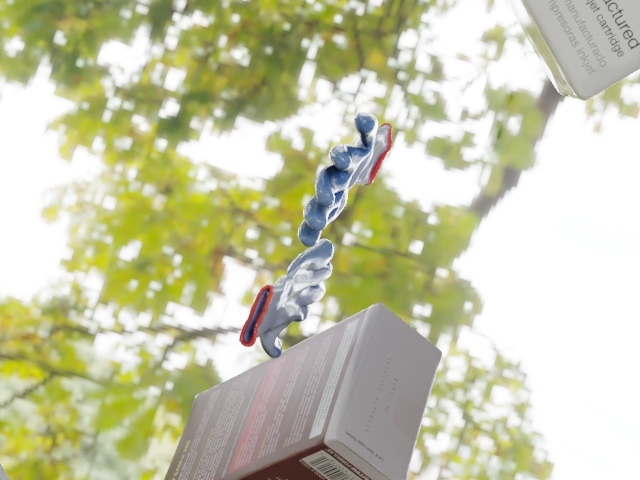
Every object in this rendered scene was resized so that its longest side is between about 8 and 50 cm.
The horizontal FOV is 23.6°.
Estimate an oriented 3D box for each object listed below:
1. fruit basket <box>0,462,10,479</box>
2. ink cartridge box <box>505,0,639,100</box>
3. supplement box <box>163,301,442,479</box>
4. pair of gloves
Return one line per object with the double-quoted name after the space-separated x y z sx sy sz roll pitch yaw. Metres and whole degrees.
-0.329 0.210 0.998 0.165 0.353 0.327 -25 7 36 "fruit basket"
0.228 -0.240 0.958 0.197 0.272 0.114 59 5 -5 "ink cartridge box"
-0.023 0.152 1.172 0.073 0.130 0.239 39 -42 -21 "supplement box"
0.000 0.000 1.054 0.023 0.198 0.159 27 15 10 "pair of gloves"
